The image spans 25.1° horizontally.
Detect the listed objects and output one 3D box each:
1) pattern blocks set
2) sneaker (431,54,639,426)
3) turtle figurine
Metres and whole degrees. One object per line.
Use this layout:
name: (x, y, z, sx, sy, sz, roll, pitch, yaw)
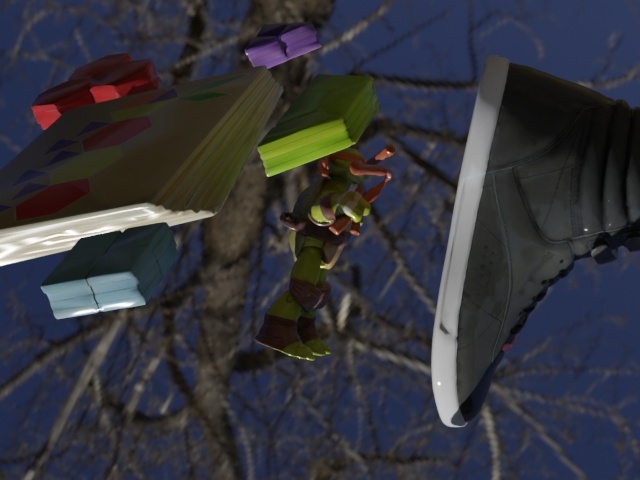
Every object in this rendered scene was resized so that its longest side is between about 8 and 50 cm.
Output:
pattern blocks set: (-0.105, -0.041, 0.758, 0.325, 0.285, 0.026, -50, -53, -50)
sneaker: (0.167, 0.019, 1.060, 0.147, 0.295, 0.104, 11, -158, 7)
turtle figurine: (0.000, 0.000, 1.357, 0.087, 0.217, 0.269, 18, -177, 0)
